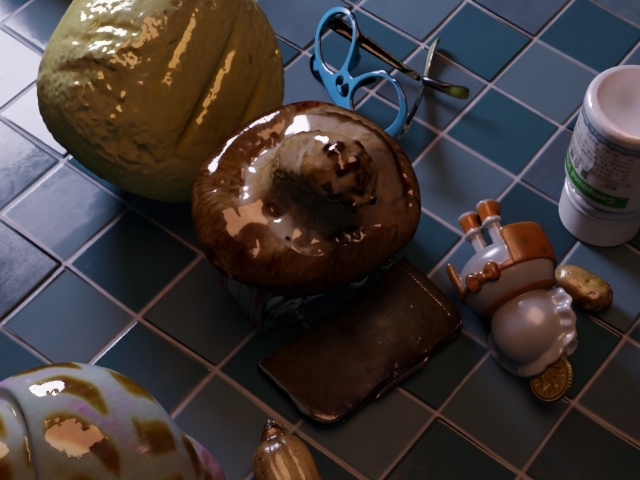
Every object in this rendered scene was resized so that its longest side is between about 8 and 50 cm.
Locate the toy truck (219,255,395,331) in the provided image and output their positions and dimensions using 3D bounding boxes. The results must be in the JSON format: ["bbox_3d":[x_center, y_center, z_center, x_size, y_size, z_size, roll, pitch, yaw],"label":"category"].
[{"bbox_3d":[0.000,0.000,1.822,0.270,0.114,0.135,-31,65,-24],"label":"toy truck"}]

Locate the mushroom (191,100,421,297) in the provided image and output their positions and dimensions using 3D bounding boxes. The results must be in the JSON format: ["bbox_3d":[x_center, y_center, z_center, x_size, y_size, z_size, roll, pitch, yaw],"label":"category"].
[{"bbox_3d":[-0.005,-0.070,1.694,0.267,0.254,0.267,23,36,-18],"label":"mushroom"}]

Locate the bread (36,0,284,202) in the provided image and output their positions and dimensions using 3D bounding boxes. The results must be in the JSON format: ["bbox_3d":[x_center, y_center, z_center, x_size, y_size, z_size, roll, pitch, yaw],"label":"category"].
[{"bbox_3d":[-0.197,-0.207,1.844,0.237,0.320,0.320,12,51,34],"label":"bread"}]

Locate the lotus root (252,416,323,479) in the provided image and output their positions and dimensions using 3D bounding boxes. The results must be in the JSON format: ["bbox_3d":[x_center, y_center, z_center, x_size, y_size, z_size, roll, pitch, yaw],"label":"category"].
[{"bbox_3d":[-0.038,0.273,1.653,0.072,0.063,0.152,-28,64,9],"label":"lotus root"}]

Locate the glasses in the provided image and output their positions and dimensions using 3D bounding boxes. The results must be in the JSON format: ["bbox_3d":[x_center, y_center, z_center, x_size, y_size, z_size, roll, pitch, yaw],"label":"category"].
[{"bbox_3d":[0.108,-0.252,2.016,0.207,0.102,0.239,-22,58,-18],"label":"glasses"}]

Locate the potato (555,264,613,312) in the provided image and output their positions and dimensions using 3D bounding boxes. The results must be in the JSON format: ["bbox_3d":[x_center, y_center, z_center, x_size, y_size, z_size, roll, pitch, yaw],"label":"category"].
[{"bbox_3d":[0.341,0.063,1.844,0.083,0.040,0.051,32,49,16],"label":"potato"}]

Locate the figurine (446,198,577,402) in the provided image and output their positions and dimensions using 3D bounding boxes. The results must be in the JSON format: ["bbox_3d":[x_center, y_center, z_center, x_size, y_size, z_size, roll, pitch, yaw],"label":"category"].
[{"bbox_3d":[0.243,0.073,1.774,0.143,0.143,0.271,-5,53,-7],"label":"figurine"}]

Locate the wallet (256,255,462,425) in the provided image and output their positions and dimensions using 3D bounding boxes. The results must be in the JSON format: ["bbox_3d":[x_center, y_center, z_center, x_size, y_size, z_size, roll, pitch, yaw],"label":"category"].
[{"bbox_3d":[0.057,0.132,1.781,0.255,0.031,0.137,-34,64,-24],"label":"wallet"}]

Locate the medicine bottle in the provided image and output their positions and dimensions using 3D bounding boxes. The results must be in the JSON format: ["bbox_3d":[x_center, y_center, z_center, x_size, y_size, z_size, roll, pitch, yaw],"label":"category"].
[{"bbox_3d":[0.389,-0.105,1.847,0.139,0.237,0.139,2,55,-3],"label":"medicine bottle"}]

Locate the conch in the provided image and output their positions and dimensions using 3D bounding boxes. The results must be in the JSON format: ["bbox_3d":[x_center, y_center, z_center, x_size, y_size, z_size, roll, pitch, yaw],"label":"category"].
[{"bbox_3d":[-0.289,0.259,1.571,0.368,0.197,0.249,-3,75,1],"label":"conch"}]
